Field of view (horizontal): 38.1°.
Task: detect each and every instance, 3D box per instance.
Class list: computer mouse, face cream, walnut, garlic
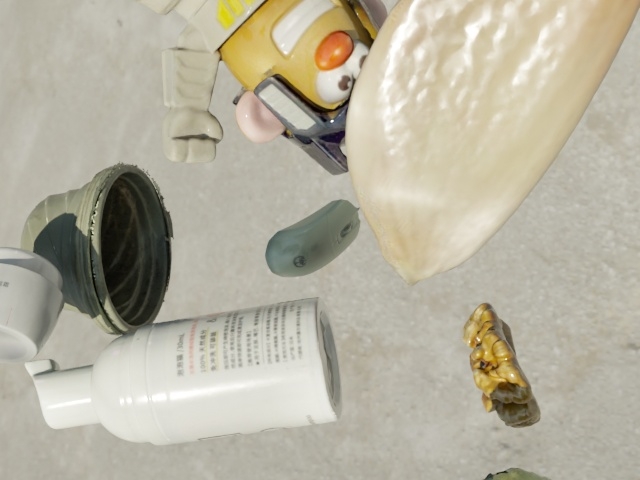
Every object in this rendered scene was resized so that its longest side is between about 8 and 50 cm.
[{"bbox_3d":[0.000,0.000,1.471,0.056,0.182,0.089,37,153,45],"label":"computer mouse"},{"bbox_3d":[-0.352,0.073,1.048,0.117,0.117,0.104,129,154,-50],"label":"face cream"},{"bbox_3d":[0.228,0.165,1.190,0.170,0.069,0.143,-101,-12,-56],"label":"walnut"},{"bbox_3d":[0.109,-0.117,0.616,0.318,0.143,0.112,-61,1,34],"label":"garlic"},{"bbox_3d":[-0.167,0.164,1.075,0.145,0.370,0.145,-11,-90,-81],"label":"face cream"}]

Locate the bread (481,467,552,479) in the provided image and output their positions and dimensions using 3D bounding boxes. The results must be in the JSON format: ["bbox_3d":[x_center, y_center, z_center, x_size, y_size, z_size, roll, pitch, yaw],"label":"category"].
[{"bbox_3d":[0.220,0.459,0.926,0.264,0.239,0.395,37,130,52],"label":"bread"}]

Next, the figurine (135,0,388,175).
[{"bbox_3d":[-0.035,-0.196,0.834,0.143,0.309,0.308,-94,21,-69],"label":"figurine"}]

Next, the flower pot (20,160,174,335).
[{"bbox_3d":[-0.301,0.012,1.223,0.235,0.141,0.235,1,-90,-75],"label":"flower pot"}]
